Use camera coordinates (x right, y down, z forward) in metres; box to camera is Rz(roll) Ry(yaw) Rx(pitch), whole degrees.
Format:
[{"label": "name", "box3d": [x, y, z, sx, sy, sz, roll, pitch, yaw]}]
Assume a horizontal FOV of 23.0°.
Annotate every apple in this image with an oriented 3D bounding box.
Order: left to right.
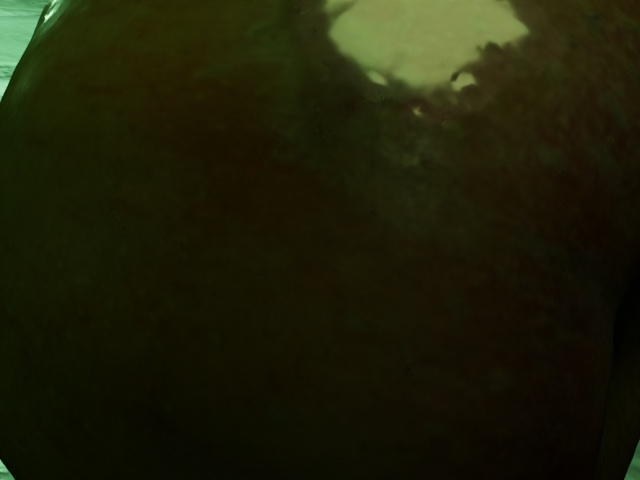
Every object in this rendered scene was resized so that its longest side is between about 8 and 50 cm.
[{"label": "apple", "box3d": [0.000, 0.000, 0.691, 0.305, 0.338, 0.338, 19, 17, 20]}]
